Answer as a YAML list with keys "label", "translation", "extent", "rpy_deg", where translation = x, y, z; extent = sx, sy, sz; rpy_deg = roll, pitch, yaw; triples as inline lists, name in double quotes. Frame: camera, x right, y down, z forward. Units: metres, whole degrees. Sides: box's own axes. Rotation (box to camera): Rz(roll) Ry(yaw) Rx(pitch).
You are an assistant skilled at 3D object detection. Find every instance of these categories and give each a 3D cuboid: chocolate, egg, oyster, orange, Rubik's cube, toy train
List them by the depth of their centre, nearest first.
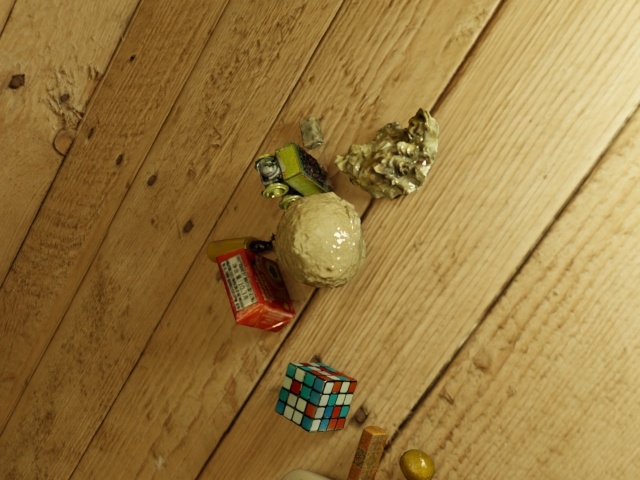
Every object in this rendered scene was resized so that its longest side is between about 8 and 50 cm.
- label: "orange"
  translation: [0.247, 0.582, 1.647]
  extent: [0.095, 0.085, 0.085]
  rpy_deg: [41, 106, 43]
- label: "Rubik's cube"
  translation: [-0.013, 0.446, 1.836]
  extent: [0.151, 0.155, 0.154]
  rpy_deg: [18, 91, 40]
- label: "oyster"
  translation: [0.190, -0.243, 1.844]
  extent: [0.352, 0.115, 0.237]
  rpy_deg: [-2, 80, 38]
- label: "egg"
  translation: [0.000, 0.000, 1.859]
  extent: [0.279, 0.279, 0.310]
  rpy_deg: [-31, 51, 30]
- label: "toy train"
  translation: [-0.087, -0.195, 1.974]
  extent: [0.178, 0.261, 0.134]
  rpy_deg: [-25, 66, 18]
- label: "chocolate"
  translation: [-0.197, 0.154, 2.002]
  extent: [0.108, 0.235, 0.237]
  rpy_deg: [-30, 63, 19]

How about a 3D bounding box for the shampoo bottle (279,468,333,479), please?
- label: "shampoo bottle"
  translation: [-0.041, 0.731, 1.848]
  extent: [0.257, 0.078, 0.127]
  rpy_deg: [-6, 73, 37]

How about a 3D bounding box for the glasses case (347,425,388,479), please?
- label: "glasses case"
  translation: [0.117, 0.618, 1.748]
  extent: [0.049, 0.075, 0.218]
  rpy_deg: [20, 94, 42]

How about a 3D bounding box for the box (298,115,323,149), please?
- label: "box"
  translation: [-0.030, -0.351, 2.089]
  extent: [0.062, 0.045, 0.098]
  rpy_deg: [-26, 64, 31]

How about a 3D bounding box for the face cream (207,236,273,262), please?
- label: "face cream"
  translation: [-0.268, 0.028, 2.178]
  extent: [0.274, 0.078, 0.078]
  rpy_deg: [-6, 77, 37]
